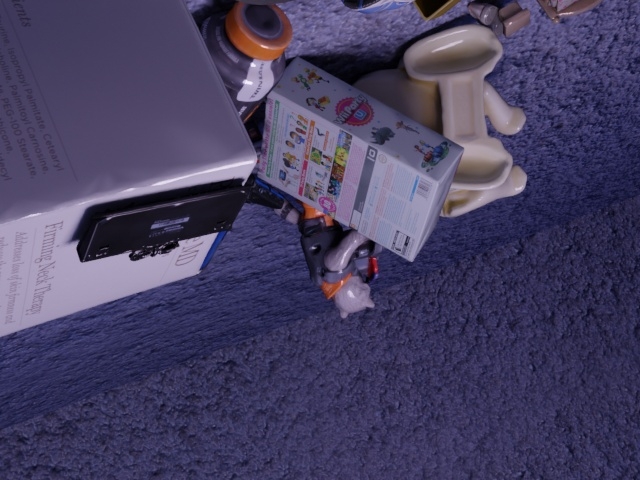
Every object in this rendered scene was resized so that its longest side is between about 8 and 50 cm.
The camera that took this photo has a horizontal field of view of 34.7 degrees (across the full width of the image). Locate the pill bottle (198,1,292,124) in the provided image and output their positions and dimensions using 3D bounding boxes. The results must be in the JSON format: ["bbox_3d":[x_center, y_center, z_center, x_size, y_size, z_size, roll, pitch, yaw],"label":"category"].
[{"bbox_3d":[-0.133,-0.228,1.412,0.131,0.130,0.246,-12,160,-38],"label":"pill bottle"}]

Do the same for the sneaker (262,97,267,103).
[{"bbox_3d":[-0.084,-0.235,1.654,0.035,0.031,0.083,3,-176,21],"label":"sneaker"}]

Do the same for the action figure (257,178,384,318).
[{"bbox_3d":[0.000,0.000,1.953,0.179,0.330,0.341,-23,163,-14],"label":"action figure"}]

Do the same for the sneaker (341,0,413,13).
[{"bbox_3d":[0.129,-0.379,1.434,0.211,0.080,0.081,-18,172,13],"label":"sneaker"}]

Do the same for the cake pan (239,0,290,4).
[{"bbox_3d":[-0.019,-0.383,1.229,0.293,0.054,0.293,-23,164,-7],"label":"cake pan"}]

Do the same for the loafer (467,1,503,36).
[{"bbox_3d":[0.283,-0.378,1.724,0.045,0.039,0.125,-63,157,9],"label":"loafer"}]

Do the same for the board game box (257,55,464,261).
[{"bbox_3d":[0.055,-0.125,1.628,0.097,0.303,0.224,-53,166,-33],"label":"board game box"}]

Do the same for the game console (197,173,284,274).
[{"bbox_3d":[-0.238,-0.042,1.519,0.293,0.173,0.250,15,175,18],"label":"game console"}]

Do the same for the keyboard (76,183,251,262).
[{"bbox_3d":[-0.165,-0.016,1.068,0.180,0.023,0.108,-13,152,-34],"label":"keyboard"}]

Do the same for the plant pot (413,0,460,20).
[{"bbox_3d":[0.179,-0.377,1.497,0.081,0.081,0.083,-35,173,31],"label":"plant pot"}]

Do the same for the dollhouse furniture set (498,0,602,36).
[{"bbox_3d":[0.459,-0.418,1.540,0.356,0.173,0.303,-31,163,3],"label":"dollhouse furniture set"}]

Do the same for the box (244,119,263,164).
[{"bbox_3d":[-0.195,-0.134,1.782,0.207,0.036,0.114,-23,164,-4],"label":"box"}]

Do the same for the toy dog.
[{"bbox_3d":[0.188,-0.152,1.865,0.396,0.284,0.408,-13,165,8],"label":"toy dog"}]

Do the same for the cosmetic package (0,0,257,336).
[{"bbox_3d":[-0.341,-0.106,1.147,0.394,0.327,0.329,-18,162,-26],"label":"cosmetic package"}]
